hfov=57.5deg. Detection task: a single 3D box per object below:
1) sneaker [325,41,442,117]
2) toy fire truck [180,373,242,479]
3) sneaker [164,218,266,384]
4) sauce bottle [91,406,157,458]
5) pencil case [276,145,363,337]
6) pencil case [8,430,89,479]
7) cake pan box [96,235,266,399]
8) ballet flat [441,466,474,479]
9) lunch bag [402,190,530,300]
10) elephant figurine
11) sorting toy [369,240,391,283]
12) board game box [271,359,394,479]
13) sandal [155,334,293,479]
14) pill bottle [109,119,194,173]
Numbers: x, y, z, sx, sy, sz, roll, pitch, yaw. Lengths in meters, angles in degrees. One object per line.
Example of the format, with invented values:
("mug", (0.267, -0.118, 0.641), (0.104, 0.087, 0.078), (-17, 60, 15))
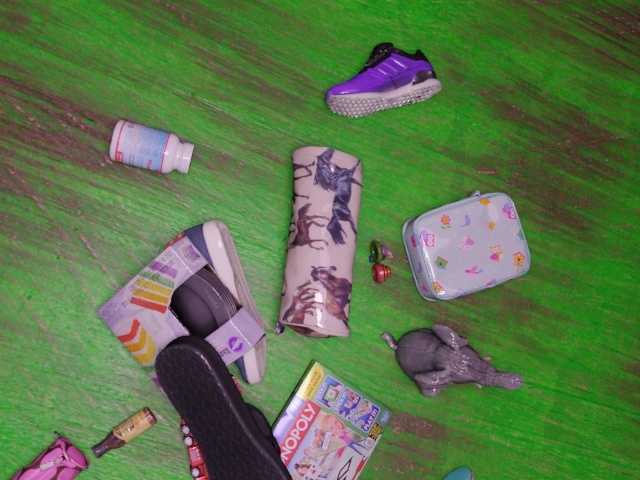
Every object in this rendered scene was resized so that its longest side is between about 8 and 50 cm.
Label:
("sneaker", (0.133, -0.386, 1.371), (0.293, 0.102, 0.146), (-14, 82, -20))
("toy fire truck", (-0.216, 0.385, 1.200), (0.135, 0.047, 0.192), (-13, 87, -17))
("sneaker", (-0.219, 0.139, 1.205), (0.148, 0.131, 0.351), (-17, 93, 5))
("sauce bottle", (-0.389, 0.383, 1.158), (0.128, 0.042, 0.042), (-34, 92, -18))
("pencil case", (0.000, 0.000, 1.241), (0.159, 0.183, 0.411), (8, 79, -18))
("pencil case", (-0.542, 0.458, 1.080), (0.209, 0.098, 0.095), (-41, 94, -15))
("cake pan box", (-0.269, 0.156, 1.128), (0.266, 0.070, 0.246), (-35, 96, 27))
("ballet flat", (0.274, 0.586, 1.299), (0.188, 0.070, 0.070), (-37, 93, -14))
("lunch bag", (0.339, 0.009, 1.361), (0.278, 0.108, 0.224), (-16, 84, -17))
("elephant figurine", (0.273, 0.252, 1.242), (0.185, 0.239, 0.170), (-18, 88, -16))
("sorting toy", (0.141, 0.046, 1.330), (0.042, 0.061, 0.102), (-7, 107, -16))
("board game box", (-0.012, 0.448, 1.245), (0.213, 0.046, 0.317), (35, 76, -8))
("sandal", (-0.155, 0.368, 1.114), (0.167, 0.107, 0.446), (-16, 103, 24))
("pill bottle", (-0.350, -0.190, 1.221), (0.160, 0.087, 0.087), (14, 79, -12))
